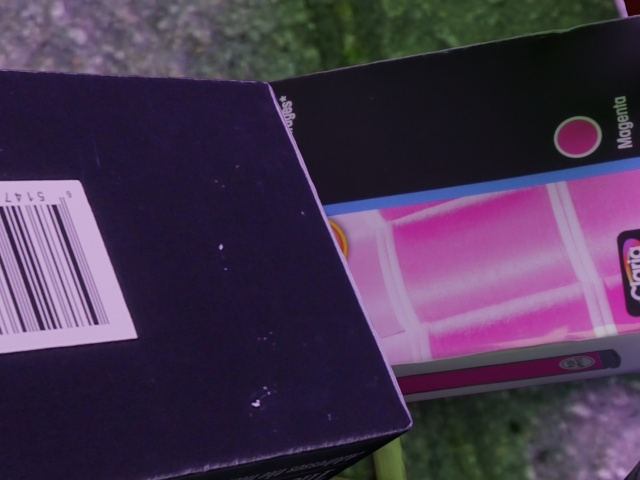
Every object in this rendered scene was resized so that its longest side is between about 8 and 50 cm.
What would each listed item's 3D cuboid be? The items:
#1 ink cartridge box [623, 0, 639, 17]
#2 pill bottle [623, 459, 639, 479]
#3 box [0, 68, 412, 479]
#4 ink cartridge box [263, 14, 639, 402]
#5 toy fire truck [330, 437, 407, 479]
[{"bbox_3d":[0.141,-0.210,0.818,0.066,0.296,0.261,-11,73,0],"label":"ink cartridge box"},{"bbox_3d":[0.204,0.137,0.750,0.124,0.221,0.124,-1,74,2],"label":"pill bottle"},{"bbox_3d":[-0.200,0.084,0.659,0.343,0.312,0.179,-4,65,-46],"label":"box"},{"bbox_3d":[0.000,0.000,0.840,0.371,0.069,0.176,-10,64,15],"label":"ink cartridge box"},{"bbox_3d":[-0.002,0.142,0.850,0.135,0.047,0.192,-23,73,-3],"label":"toy fire truck"}]
